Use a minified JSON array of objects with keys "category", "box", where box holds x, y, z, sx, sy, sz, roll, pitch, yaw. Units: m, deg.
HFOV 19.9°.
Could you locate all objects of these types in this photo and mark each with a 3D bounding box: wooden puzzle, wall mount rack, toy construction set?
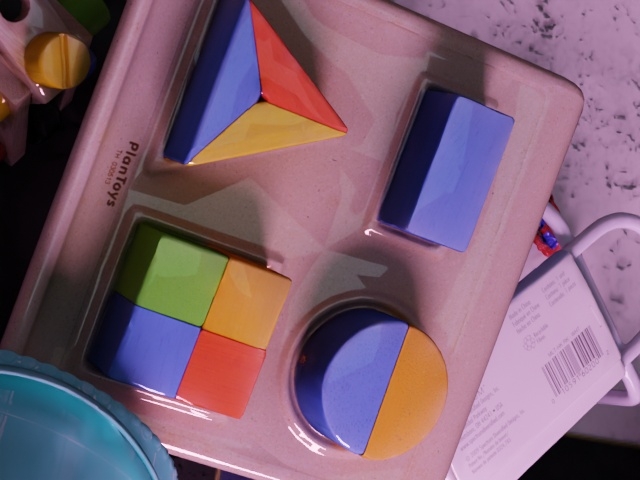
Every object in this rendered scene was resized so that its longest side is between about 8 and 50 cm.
[{"category":"wooden puzzle","box":[0.000,0.000,1.160,0.347,0.080,0.322,20,90,-29]},{"category":"wall mount rack","box":[0.093,0.058,1.361,0.350,0.130,0.304,-38,111,-27]},{"category":"toy construction set","box":[-0.178,-0.172,1.130,0.308,0.237,0.258,-18,98,-31]}]

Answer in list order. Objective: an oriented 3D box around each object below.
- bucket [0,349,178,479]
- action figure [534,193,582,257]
[{"category":"bucket","box":[-0.216,0.196,1.063,0.281,0.281,0.183,33,48,-26]},{"category":"action figure","box":[0.173,-0.021,1.464,0.115,0.030,0.038,45,62,-24]}]
